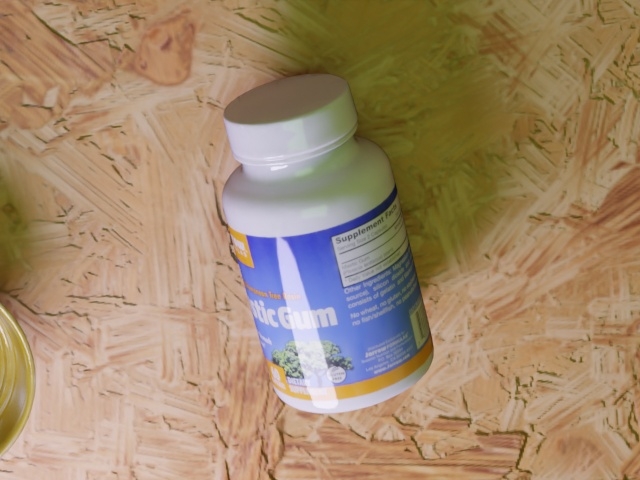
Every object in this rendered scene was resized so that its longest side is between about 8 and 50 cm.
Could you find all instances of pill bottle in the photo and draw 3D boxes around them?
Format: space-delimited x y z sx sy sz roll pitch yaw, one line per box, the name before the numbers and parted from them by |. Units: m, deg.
pill bottle | 0.000 0.000 1.700 0.152 0.152 0.272 -16 113 -2

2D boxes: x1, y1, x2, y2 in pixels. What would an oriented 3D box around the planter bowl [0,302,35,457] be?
planter bowl | -0.361 0.108 1.718 0.217 0.090 0.217 -3 112 -8
